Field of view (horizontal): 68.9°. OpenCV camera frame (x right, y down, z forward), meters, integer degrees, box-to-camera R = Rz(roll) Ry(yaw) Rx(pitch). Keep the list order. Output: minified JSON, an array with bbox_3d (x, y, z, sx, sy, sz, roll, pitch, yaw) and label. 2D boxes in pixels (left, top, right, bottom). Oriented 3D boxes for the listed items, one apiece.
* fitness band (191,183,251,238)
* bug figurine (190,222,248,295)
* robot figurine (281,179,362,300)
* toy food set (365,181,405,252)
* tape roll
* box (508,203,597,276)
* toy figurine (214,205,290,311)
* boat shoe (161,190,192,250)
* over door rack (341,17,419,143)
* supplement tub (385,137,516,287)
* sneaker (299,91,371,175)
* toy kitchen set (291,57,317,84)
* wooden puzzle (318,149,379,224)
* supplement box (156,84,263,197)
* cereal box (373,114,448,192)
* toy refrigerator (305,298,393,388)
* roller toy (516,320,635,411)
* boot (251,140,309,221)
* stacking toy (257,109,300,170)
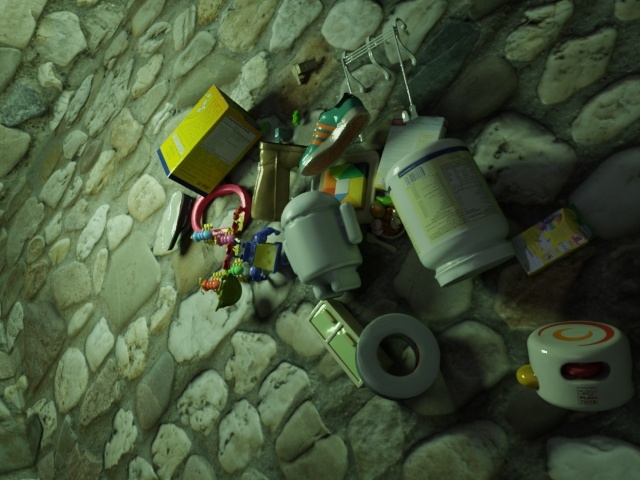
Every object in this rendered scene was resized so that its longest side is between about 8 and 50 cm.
[{"bbox_3d":[-0.391,-0.113,1.836,0.290,0.054,0.209,-6,72,33],"label":"fitness band"},{"bbox_3d":[-0.381,0.065,1.729,0.216,0.072,0.279,-13,87,25],"label":"bug figurine"},{"bbox_3d":[0.000,0.000,1.421,0.300,0.199,0.354,-29,74,34],"label":"robot figurine"},{"bbox_3d":[0.199,-0.067,1.388,0.132,0.038,0.192,27,109,34],"label":"toy food set"},{"bbox_3d":[0.202,0.308,1.236,0.219,0.072,0.219,0,67,1],"label":"tape roll"},{"bbox_3d":[0.567,-0.001,1.145,0.179,0.043,0.105,-37,60,25],"label":"box"},{"bbox_3d":[-0.210,0.079,1.580,0.217,0.191,0.363,11,94,-5],"label":"toy figurine"},{"bbox_3d":[-0.597,-0.076,1.950,0.095,0.079,0.255,-1,76,37],"label":"boat shoe"},{"bbox_3d":[0.190,-0.482,1.462,0.239,0.108,0.324,-14,79,47],"label":"over door rack"},{"bbox_3d":[0.329,-0.067,1.191,0.235,0.235,0.325,-30,73,26],"label":"supplement tub"},{"bbox_3d":[0.029,-0.335,1.486,0.302,0.108,0.121,-43,58,29],"label":"sneaker"},{"bbox_3d":[-0.056,-0.629,1.745,0.083,0.075,0.068,24,136,68],"label":"toy kitchen set"},{"bbox_3d":[0.081,-0.168,1.522,0.220,0.044,0.239,-3,77,34],"label":"wooden puzzle"},{"bbox_3d":[-0.432,-0.379,1.810,0.356,0.194,0.195,-44,50,12],"label":"supplement box"},{"bbox_3d":[0.271,-0.257,1.409,0.173,0.047,0.240,16,88,37],"label":"cereal box"},{"bbox_3d":[0.078,0.297,1.378,0.102,0.094,0.269,-52,55,13],"label":"toy refrigerator"},{"bbox_3d":[0.546,0.267,0.987,0.191,0.209,0.146,-177,74,-67],"label":"roller toy"},{"bbox_3d":[-0.114,-0.198,1.622,0.236,0.089,0.270,7,106,4],"label":"boot"},{"bbox_3d":[-0.147,-0.358,1.728,0.166,0.052,0.221,-8,72,31],"label":"stacking toy"}]
